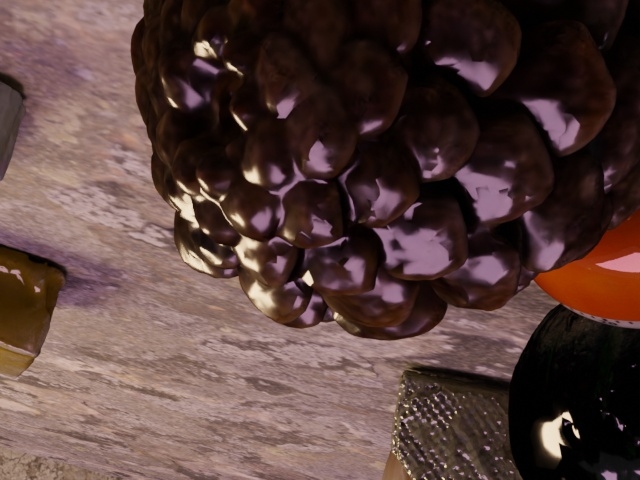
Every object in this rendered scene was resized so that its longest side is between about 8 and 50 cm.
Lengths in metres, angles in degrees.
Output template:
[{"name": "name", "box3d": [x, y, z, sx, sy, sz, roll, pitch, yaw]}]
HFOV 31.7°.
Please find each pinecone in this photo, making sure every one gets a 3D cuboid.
[{"name": "pinecone", "box3d": [0.038, -0.055, 0.403, 0.204, 0.179, 0.184, -5, -176, -33]}]

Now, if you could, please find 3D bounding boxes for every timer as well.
[{"name": "timer", "box3d": [0.148, -0.018, 0.543, 0.136, 0.099, 0.136, 8, 147, 5]}]

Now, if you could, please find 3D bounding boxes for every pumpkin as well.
[{"name": "pumpkin", "box3d": [0.235, 0.113, 0.736, 0.233, 0.163, 0.233, 10, 160, 4]}]

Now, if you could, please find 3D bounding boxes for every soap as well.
[{"name": "soap", "box3d": [-0.413, 0.038, 1.075, 0.314, 0.091, 0.199, 21, 160, -16]}]

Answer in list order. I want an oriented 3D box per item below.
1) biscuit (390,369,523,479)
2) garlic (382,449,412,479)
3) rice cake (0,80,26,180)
[{"name": "biscuit", "box3d": [0.186, 0.212, 1.071, 0.249, 0.147, 0.046, 11, -172, 14]}, {"name": "garlic", "box3d": [0.169, 0.260, 1.197, 0.214, 0.191, 0.160, 4, -174, -2]}, {"name": "rice cake", "box3d": [-0.250, -0.055, 0.749, 0.063, 0.069, 0.206, 21, 162, -25]}]
